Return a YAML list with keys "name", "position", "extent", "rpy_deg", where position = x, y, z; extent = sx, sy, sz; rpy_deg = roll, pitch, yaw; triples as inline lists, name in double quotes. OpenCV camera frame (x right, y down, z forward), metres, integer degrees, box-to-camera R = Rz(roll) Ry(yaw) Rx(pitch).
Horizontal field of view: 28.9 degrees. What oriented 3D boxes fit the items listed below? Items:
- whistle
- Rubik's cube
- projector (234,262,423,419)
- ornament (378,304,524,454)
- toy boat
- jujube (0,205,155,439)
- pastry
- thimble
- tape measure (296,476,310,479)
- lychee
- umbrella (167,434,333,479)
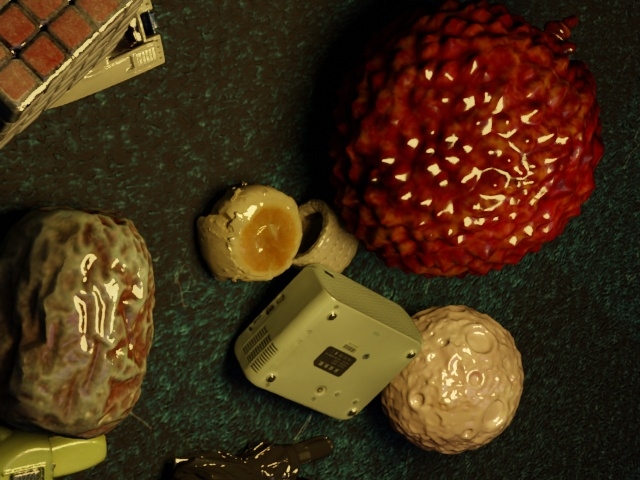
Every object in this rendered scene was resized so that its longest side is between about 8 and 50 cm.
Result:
- name: "whistle"
  position: [-0.428, 0.309, 1.698]
  extent: [0.289, 0.106, 0.131]
  rpy_deg: [-8, 107, -37]
- name: "Rubik's cube"
  position: [-0.374, -0.270, 1.435]
  extent: [0.237, 0.237, 0.238]
  rpy_deg: [46, 68, -9]
- name: "projector"
  position: [0.016, 0.169, 1.979]
  extent: [0.198, 0.108, 0.250]
  rpy_deg: [-46, 134, 16]
- name: "ornament"
  position: [0.214, 0.234, 2.119]
  extent: [0.225, 0.259, 0.259]
  rpy_deg: [16, 93, -13]
- name: "toy boat"
  position: [-0.339, -0.240, 1.615]
  extent: [0.295, 0.088, 0.129]
  rpy_deg: [-29, 120, -31]
- name: "jujube"
  position: [-0.331, 0.106, 1.646]
  extent: [0.226, 0.226, 0.316]
  rpy_deg: [12, 85, -42]
- name: "pastry"
  position: [-0.106, -0.011, 1.885]
  extent: [0.166, 0.088, 0.165]
  rpy_deg: [-10, 107, -36]
- name: "thimble"
  position: [0.000, 0.000, 1.968]
  extent: [0.115, 0.102, 0.090]
  rpy_deg: [-45, 134, 17]
- name: "tape measure"
  position: [-0.052, 0.527, 2.076]
  extent: [0.260, 0.114, 0.253]
  rpy_deg: [34, 80, -41]
- name: "lychee"
  position: [0.230, -0.174, 1.899]
  extent: [0.500, 0.425, 0.424]
  rpy_deg: [-54, 130, -11]
- name: "umbrella"
  position: [-0.104, 0.371, 2.006]
  extent: [0.340, 0.118, 0.118]
  rpy_deg: [-10, 110, -48]
